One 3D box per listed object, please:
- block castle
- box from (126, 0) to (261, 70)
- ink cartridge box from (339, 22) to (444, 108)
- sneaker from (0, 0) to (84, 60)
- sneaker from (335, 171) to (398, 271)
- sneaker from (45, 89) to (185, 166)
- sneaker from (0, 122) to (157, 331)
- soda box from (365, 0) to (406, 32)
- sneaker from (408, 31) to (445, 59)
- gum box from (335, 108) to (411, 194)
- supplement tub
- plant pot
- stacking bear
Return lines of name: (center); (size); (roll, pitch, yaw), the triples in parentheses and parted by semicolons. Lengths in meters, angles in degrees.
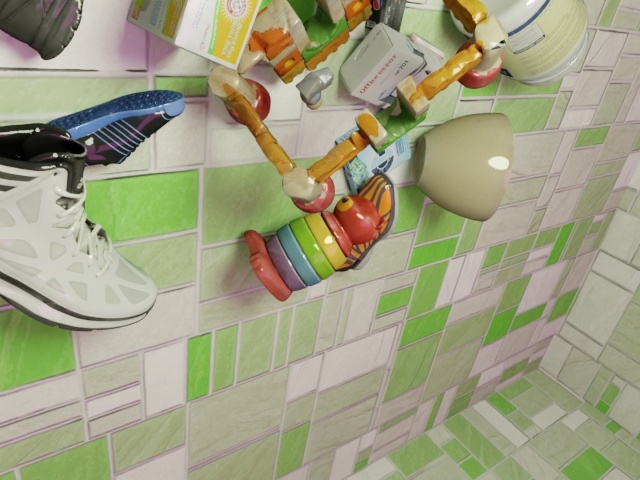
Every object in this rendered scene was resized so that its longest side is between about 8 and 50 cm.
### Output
block castle: (0.060, -0.289, 0.872); (0.453, 0.303, 0.213); (-37, 176, 8)
box: (-0.194, -0.345, 0.741); (0.103, 0.203, 0.114); (9, 112, -44)
ink cartridge box: (0.161, -0.364, 1.080); (0.191, 0.082, 0.140); (5, 144, -41)
sneaker: (-0.352, -0.392, 0.654); (0.130, 0.109, 0.286); (25, 98, -38)
sneaker: (0.065, -0.022, 1.218); (0.180, 0.124, 0.321); (-11, 139, -33)
sneaker: (-0.335, -0.183, 0.835); (0.232, 0.081, 0.090); (-23, 134, -18)
sneaker: (-0.397, -0.012, 0.786); (0.258, 0.169, 0.448); (-39, 138, 16)
soda box: (0.146, -0.518, 1.018); (0.060, 0.053, 0.168); (-10, 125, -36)
sneaker: (0.235, -0.433, 1.162); (0.134, 0.051, 0.070); (0, 132, -48)
gum box: (0.135, -0.225, 1.226); (0.184, 0.041, 0.156); (-35, 136, -15)
supplement tub: (0.477, -0.523, 1.162); (0.325, 0.235, 0.235); (17, 107, -46)
plant pot: (0.350, -0.199, 1.293); (0.191, 0.284, 0.283); (6, 121, -3)
stacking bear: (0.000, 0.000, 1.102); (0.289, 0.175, 0.164); (-30, 123, 3)
